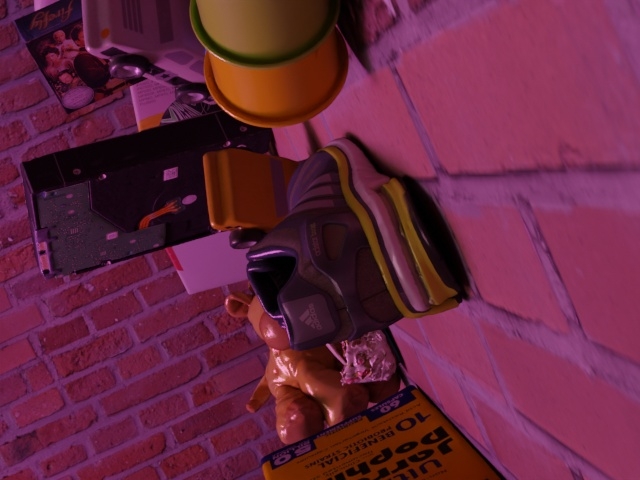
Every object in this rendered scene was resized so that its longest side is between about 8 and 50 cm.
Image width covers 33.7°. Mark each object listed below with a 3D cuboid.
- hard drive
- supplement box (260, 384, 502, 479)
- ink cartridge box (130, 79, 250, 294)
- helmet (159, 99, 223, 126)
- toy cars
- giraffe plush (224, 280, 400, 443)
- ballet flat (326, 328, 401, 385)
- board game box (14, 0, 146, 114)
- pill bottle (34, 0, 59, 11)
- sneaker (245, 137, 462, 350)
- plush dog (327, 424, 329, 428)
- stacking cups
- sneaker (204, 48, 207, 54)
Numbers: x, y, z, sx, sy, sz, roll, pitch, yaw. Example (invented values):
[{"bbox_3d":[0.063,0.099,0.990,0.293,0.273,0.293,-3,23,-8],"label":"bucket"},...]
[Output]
[{"bbox_3d":[-0.245,-0.067,1.502,0.064,0.339,0.237,62,159,26],"label":"hard drive"},{"bbox_3d":[0.081,0.302,1.007,0.356,0.194,0.195,-143,28,-79],"label":"supplement box"},{"bbox_3d":[-0.227,-0.136,1.944,0.279,0.160,0.385,78,177,-67],"label":"ink cartridge box"},{"bbox_3d":[-0.176,-0.157,1.676,0.161,0.169,0.169,67,177,-83],"label":"helmet"},{"bbox_3d":[-0.085,-0.122,1.050,0.394,0.087,0.176,57,-147,-28],"label":"toy cars"},{"bbox_3d":[-0.022,0.121,1.295,0.210,0.181,0.170,14,127,56],"label":"giraffe plush"},{"bbox_3d":[0.012,0.057,1.212,0.091,0.077,0.241,88,157,-75],"label":"ballet flat"},{"bbox_3d":[-0.248,-0.270,1.360,0.042,0.243,0.165,62,175,26],"label":"board game box"},{"bbox_3d":[-0.354,-0.401,1.754,0.408,0.229,0.229,-129,15,-69],"label":"pill bottle"},{"bbox_3d":[0.000,0.000,0.781,0.300,0.121,0.111,-136,22,-77],"label":"sneaker"},{"bbox_3d":[0.089,0.365,1.497,0.225,0.210,0.262,47,168,-32],"label":"plush dog"},{"bbox_3d":[-0.033,-0.173,0.538,0.316,0.096,0.096,85,159,-67],"label":"stacking cups"},{"bbox_3d":[-0.066,-0.198,0.920,0.188,0.067,0.078,-101,23,-72],"label":"sneaker"}]
